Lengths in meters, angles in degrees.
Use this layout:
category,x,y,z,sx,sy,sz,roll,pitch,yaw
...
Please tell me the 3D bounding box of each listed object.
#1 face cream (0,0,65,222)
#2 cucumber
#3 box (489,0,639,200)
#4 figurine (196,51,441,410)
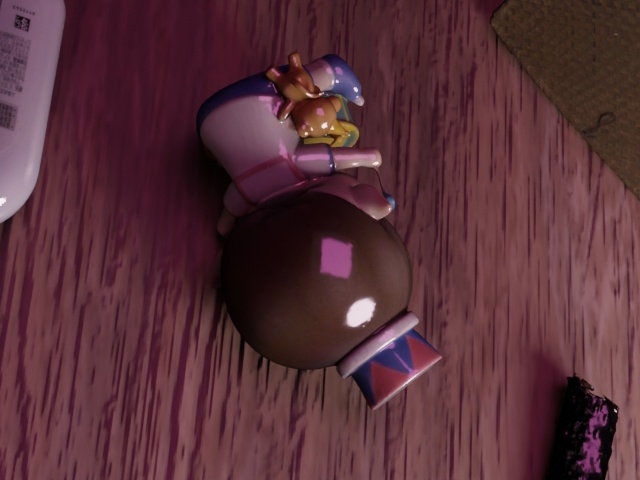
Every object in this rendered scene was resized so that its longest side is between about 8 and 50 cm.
category,x,y,z,sx,sy,sz,roll,pitch,yaw
face cream,-0.273,-0.079,1.044,0.144,0.071,0.291,9,64,-13
cucumber,0.206,0.194,1.138,0.053,0.053,0.181,22,63,-13
box,0.317,-0.169,1.266,0.273,0.184,0.143,48,55,2
figurine,-0.005,-0.001,1.082,0.158,0.161,0.275,13,59,-58
